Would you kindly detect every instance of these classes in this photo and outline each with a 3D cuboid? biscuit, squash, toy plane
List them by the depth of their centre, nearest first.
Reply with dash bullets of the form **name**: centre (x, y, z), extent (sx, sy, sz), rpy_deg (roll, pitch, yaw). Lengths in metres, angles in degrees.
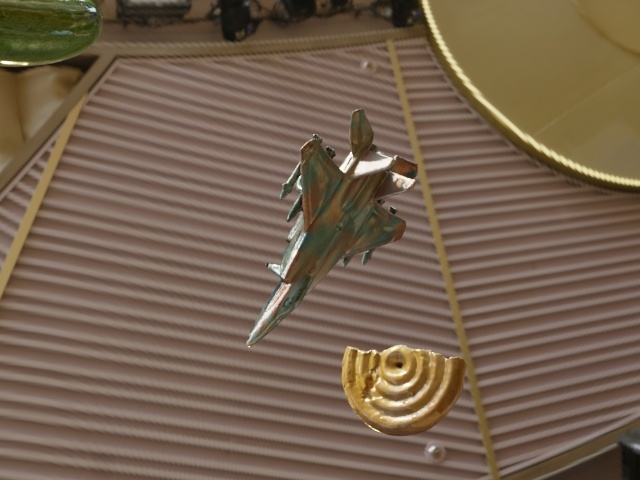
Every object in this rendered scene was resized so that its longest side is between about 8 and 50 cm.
- **squash**: centre (-0.425, -0.275, 1.121), extent (0.107, 0.107, 0.395), rpy_deg (56, -151, 12)
- **toy plane**: centre (-0.004, -0.003, 1.153), extent (0.326, 0.104, 0.223), rpy_deg (-50, -50, 1)
- **biscuit**: centre (0.121, 0.240, 1.430), extent (0.033, 0.224, 0.144), rpy_deg (26, -108, -52)
